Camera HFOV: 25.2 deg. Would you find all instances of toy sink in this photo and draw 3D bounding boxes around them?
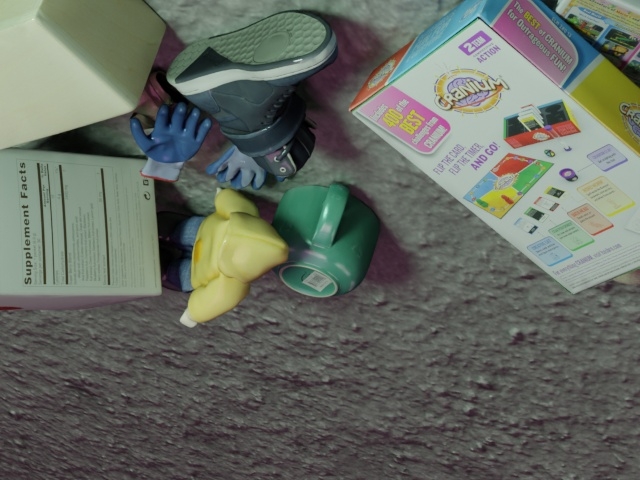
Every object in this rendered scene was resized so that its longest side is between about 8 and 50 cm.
[{"bbox_3d":[-0.307,-0.205,1.505,0.234,0.131,0.153,-12,140,36],"label":"toy sink"}]

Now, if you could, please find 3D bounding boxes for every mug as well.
[{"bbox_3d":[-0.006,0.002,1.726,0.129,0.097,0.157,2,148,28],"label":"mug"}]

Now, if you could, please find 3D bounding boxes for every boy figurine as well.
[{"bbox_3d":[-0.129,0.020,1.732,0.092,0.177,0.285,20,172,-24],"label":"boy figurine"}]

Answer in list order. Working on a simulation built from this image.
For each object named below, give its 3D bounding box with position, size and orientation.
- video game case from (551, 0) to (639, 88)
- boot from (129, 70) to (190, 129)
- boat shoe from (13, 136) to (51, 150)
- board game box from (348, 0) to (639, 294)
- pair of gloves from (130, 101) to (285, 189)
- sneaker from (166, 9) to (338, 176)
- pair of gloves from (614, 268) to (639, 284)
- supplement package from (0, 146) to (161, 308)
[{"bbox_3d":[0.280,-0.174,1.326,0.157,0.019,0.143,22,151,-5],"label":"video game case"},{"bbox_3d":[-0.207,-0.169,1.612,0.118,0.042,0.087,33,142,-28],"label":"boot"},{"bbox_3d":[-0.430,-0.186,1.657,0.277,0.098,0.096,22,153,-27],"label":"boat shoe"},{"bbox_3d":[0.216,-0.092,1.395,0.316,0.064,0.242,39,149,-13],"label":"board game box"},{"bbox_3d":[-0.125,-0.107,1.645,0.198,0.023,0.159,9,150,-15],"label":"pair of gloves"},{"bbox_3d":[-0.032,-0.147,1.478,0.226,0.086,0.163,-4,138,47],"label":"sneaker"},{"bbox_3d":[0.319,-0.023,1.547,0.204,0.042,0.240,18,153,0],"label":"pair of gloves"},{"bbox_3d":[-0.361,-0.008,1.713,0.177,0.175,0.293,-11,171,43],"label":"supplement package"}]
